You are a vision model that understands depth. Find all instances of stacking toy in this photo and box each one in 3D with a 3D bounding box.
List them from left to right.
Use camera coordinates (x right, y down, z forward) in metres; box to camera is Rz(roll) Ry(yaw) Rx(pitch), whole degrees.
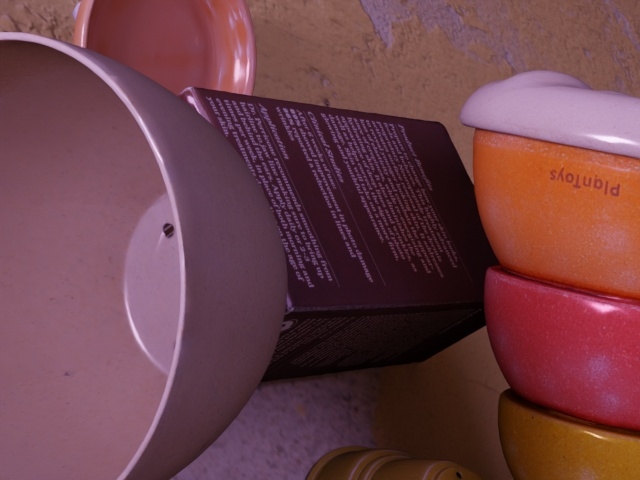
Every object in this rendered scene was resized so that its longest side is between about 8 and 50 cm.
[{"bbox_3d":[0.245,0.121,1.208,0.350,0.350,0.480,4,99,-51],"label":"stacking toy"}]

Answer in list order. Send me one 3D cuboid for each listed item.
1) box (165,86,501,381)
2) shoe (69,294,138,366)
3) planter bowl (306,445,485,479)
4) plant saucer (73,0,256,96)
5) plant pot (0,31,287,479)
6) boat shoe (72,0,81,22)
[{"bbox_3d":[0.000,0.000,1.228,0.381,0.143,0.191,0,60,-55],"label":"box"},{"bbox_3d":[-0.177,0.013,1.077,0.076,0.058,0.219,10,51,-48],"label":"shoe"},{"bbox_3d":[0.092,0.239,1.172,0.217,0.090,0.217,33,37,-28],"label":"planter bowl"},{"bbox_3d":[-0.132,-0.152,1.244,0.200,0.037,0.200,-6,98,-50],"label":"plant saucer"},{"bbox_3d":[-0.129,0.026,0.913,0.191,0.284,0.284,0,58,-54],"label":"plant pot"},{"bbox_3d":[-0.126,-0.195,1.330,0.076,0.083,0.226,55,31,7],"label":"boat shoe"}]
